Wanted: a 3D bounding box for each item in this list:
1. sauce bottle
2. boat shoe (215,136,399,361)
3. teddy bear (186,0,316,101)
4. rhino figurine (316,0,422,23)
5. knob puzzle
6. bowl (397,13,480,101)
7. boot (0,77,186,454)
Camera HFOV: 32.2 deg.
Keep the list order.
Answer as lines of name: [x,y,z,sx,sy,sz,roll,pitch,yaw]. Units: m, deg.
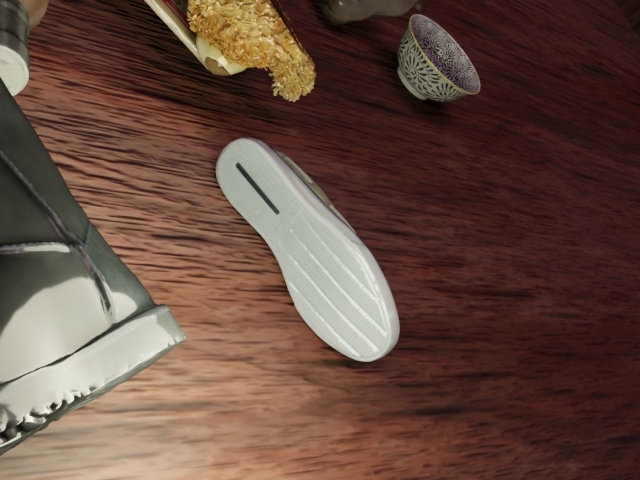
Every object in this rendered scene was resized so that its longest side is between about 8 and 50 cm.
sauce bottle: [-0.327,-0.283,1.122,0.111,0.111,0.344,26,36,-37]
boat shoe: [0.000,0.000,1.258,0.302,0.109,0.094,55,28,14]
teddy bear: [-0.107,-0.284,1.407,0.245,0.113,0.338,51,10,-38]
rhino figurine: [0.094,-0.408,1.805,0.243,0.073,0.106,-13,68,-29]
knob puzzle: [-0.194,-0.312,1.414,0.213,0.030,0.213,47,20,-23]
bowl: [0.182,-0.289,1.854,0.170,0.080,0.170,34,34,-27]
boot: [-0.330,-0.046,0.810,0.445,0.146,0.367,56,20,3]
